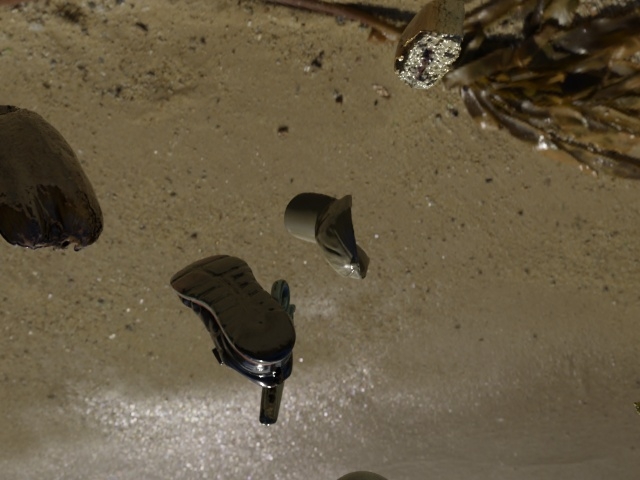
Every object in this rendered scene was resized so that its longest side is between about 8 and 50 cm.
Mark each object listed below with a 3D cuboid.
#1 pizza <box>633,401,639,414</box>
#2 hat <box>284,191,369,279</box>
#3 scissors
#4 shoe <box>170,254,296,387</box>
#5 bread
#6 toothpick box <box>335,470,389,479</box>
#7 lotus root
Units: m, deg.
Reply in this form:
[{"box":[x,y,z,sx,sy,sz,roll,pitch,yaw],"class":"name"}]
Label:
[{"box":[0.648,0.247,1.110,0.288,0.280,0.075,-26,99,38],"class":"pizza"},{"box":[0.000,0.000,1.307,0.173,0.144,0.166,-6,127,19],"class":"hat"},{"box":[-0.076,0.204,1.222,0.041,0.289,0.138,-5,133,9],"class":"scissors"},{"box":[-0.128,0.125,1.058,0.114,0.291,0.137,-30,134,-22],"class":"shoe"},{"box":[0.165,-0.304,1.043,0.082,0.106,0.125,13,147,-12],"class":"bread"},{"box":[0.106,0.472,0.948,0.355,0.263,0.263,35,131,-1],"class":"toothpick box"},{"box":[-0.431,-0.121,1.033,0.167,0.329,0.078,-4,136,-43],"class":"lotus root"}]
